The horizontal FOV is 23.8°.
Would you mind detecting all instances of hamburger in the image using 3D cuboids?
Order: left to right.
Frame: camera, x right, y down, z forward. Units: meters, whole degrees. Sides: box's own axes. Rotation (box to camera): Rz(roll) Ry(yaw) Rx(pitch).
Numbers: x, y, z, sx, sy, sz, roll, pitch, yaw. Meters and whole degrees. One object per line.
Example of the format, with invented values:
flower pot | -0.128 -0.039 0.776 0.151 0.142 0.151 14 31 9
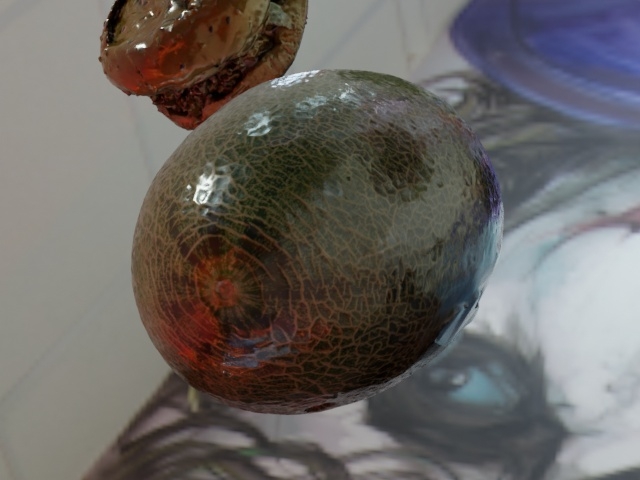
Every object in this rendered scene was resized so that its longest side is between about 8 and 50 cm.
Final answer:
hamburger | -0.097 -0.188 1.262 0.113 0.177 0.185 37 -86 -31

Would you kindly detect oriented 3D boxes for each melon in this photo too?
melon | 0.000 0.000 0.444 0.162 0.099 0.099 -25 -65 -66
